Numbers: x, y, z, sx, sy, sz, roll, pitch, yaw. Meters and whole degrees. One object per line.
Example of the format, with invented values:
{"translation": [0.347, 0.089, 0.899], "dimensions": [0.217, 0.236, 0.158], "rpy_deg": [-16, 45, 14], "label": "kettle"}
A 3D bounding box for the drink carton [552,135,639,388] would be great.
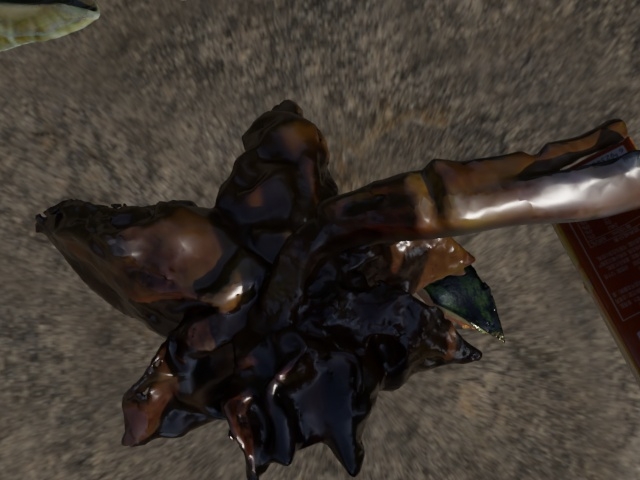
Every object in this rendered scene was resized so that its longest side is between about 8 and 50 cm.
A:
{"translation": [0.210, 0.048, 0.816], "dimensions": [0.071, 0.096, 0.223], "rpy_deg": [-27, 43, 8], "label": "drink carton"}

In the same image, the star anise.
{"translation": [0.008, 0.006, 0.691], "dimensions": [0.346, 0.148, 0.237], "rpy_deg": [-10, 47, 32], "label": "star anise"}

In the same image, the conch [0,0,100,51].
{"translation": [-0.371, -0.156, 1.075], "dimensions": [0.386, 0.169, 0.203], "rpy_deg": [-14, 91, -8], "label": "conch"}

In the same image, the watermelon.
{"translation": [0.130, 0.050, 1.429], "dimensions": [0.063, 0.245, 0.119], "rpy_deg": [-35, 105, -6], "label": "watermelon"}
